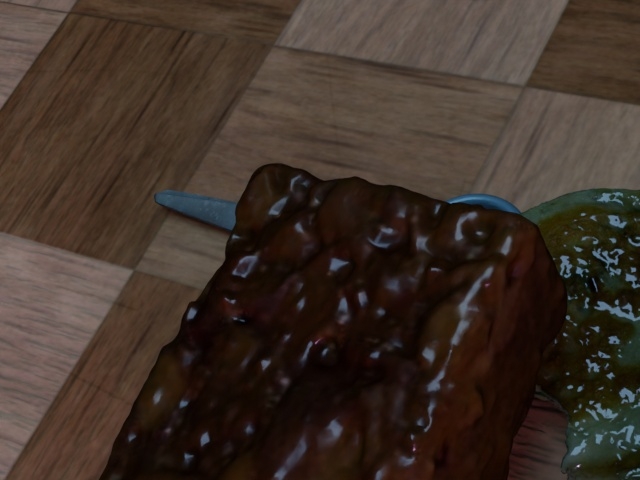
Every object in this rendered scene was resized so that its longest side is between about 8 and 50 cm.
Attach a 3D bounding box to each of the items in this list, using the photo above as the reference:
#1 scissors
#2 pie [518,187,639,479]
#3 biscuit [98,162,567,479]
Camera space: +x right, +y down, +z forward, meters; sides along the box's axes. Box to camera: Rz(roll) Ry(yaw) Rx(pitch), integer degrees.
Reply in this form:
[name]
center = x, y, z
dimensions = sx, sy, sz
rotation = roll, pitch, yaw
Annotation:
[scissors]
center = 0.000, 0.000, 1.456
dimensions = 0.447, 0.029, 0.192
rotation = 15, 64, 31
[pie]
center = 0.257, 0.077, 1.257
dimensions = 0.302, 0.067, 0.302
rotation = -8, 56, 13
[biscuit]
center = 0.011, 0.142, 1.207
dimensions = 0.343, 0.166, 0.395
rotation = 16, 75, 42
